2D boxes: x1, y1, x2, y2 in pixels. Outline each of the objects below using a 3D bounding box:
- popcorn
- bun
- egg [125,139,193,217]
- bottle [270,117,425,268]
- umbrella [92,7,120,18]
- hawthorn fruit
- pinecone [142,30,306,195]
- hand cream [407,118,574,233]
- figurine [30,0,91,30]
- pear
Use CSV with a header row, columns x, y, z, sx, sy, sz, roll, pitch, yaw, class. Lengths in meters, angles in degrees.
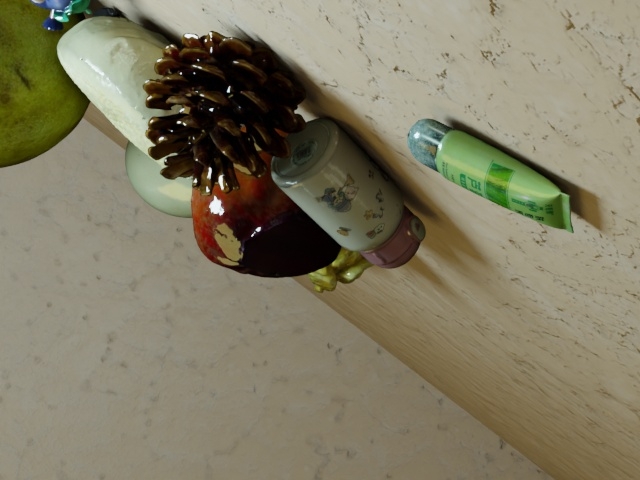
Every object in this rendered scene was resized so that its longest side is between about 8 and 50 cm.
x,y,z,sx,sy,sz,roll,pitch,yaw,class
-0.008,-0.004,1.905,0.168,0.174,0.195,26,-177,-25,popcorn
-0.248,-0.221,1.706,0.287,0.146,0.287,39,171,7,bun
-0.223,-0.131,1.989,0.253,0.189,0.188,22,164,47,egg
0.045,-0.050,1.518,0.233,0.110,0.110,43,171,-36,bottle
-0.281,-0.281,1.851,0.052,0.053,0.250,33,173,36,umbrella
-0.073,-0.069,1.626,0.215,0.250,0.215,6,152,3,hawthorn fruit
-0.123,-0.146,1.404,0.207,0.208,0.208,37,173,5,pinecone
0.162,-0.062,1.119,0.175,0.046,0.095,32,169,23,hand cream
-0.367,-0.374,1.554,0.102,0.111,0.195,10,154,36,figurine
-0.531,-0.279,1.809,0.352,0.352,0.413,36,-147,7,pear
